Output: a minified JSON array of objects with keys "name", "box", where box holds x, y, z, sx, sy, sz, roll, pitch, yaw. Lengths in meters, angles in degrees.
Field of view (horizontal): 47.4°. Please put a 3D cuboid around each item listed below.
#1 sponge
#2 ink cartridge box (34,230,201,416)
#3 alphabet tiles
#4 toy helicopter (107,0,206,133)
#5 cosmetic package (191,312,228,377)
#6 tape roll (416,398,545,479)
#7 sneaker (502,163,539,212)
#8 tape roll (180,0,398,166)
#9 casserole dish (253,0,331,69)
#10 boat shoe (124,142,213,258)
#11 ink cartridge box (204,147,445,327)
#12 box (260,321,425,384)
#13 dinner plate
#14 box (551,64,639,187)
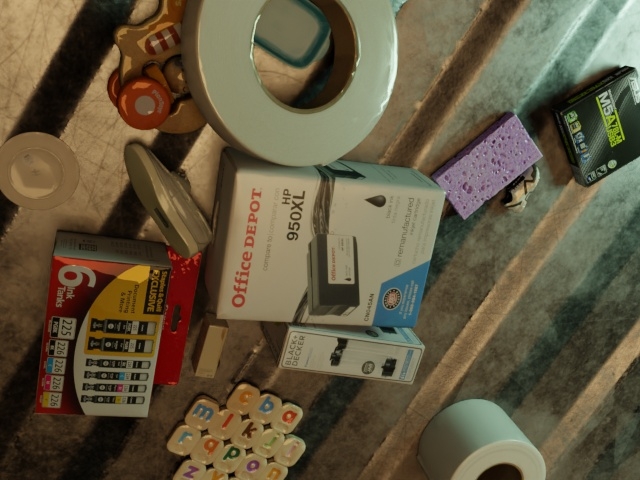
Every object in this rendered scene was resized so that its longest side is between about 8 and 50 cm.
[{"name":"sponge","box":[0.339,-0.152,1.482,0.210,0.031,0.117,-39,116,2]},{"name":"ink cartridge box","box":[-0.368,0.160,1.349,0.271,0.130,0.310,6,108,-19]},{"name":"alphabet tiles","box":[-0.178,0.439,1.569,0.284,0.021,0.278,30,100,-24]},{"name":"toy helicopter","box":[-0.218,-0.350,1.190,0.234,0.140,0.355,-2,113,-23]},{"name":"cosmetic package","box":[-0.220,0.208,1.448,0.041,0.060,0.115,12,108,-21]},{"name":"tape roll","box":[0.366,0.512,1.671,0.246,0.169,0.246,-6,112,-15]},{"name":"sneaker","box":[0.417,-0.111,1.516,0.043,0.040,0.109,16,105,-19]},{"name":"tape roll","box":[-0.040,-0.316,1.217,0.391,0.072,0.392,-7,104,-31]},{"name":"casserole dish","box":[-0.070,-0.382,1.276,0.188,0.037,0.114,29,100,-24]},{"name":"boat shoe","box":[-0.270,-0.080,1.316,0.081,0.079,0.228,-37,103,-37]},{"name":"ink cartridge box","box":[0.000,0.000,1.370,0.394,0.166,0.286,4,109,-17]},{"name":"box","box":[0.041,0.195,1.456,0.289,0.169,0.087,11,107,-18]},{"name":"dinner plate","box":[-0.493,-0.118,1.269,0.141,0.017,0.141,-5,110,-14]},{"name":"box","box":[0.593,-0.235,1.516,0.184,0.045,0.191,-29,116,-1]}]
